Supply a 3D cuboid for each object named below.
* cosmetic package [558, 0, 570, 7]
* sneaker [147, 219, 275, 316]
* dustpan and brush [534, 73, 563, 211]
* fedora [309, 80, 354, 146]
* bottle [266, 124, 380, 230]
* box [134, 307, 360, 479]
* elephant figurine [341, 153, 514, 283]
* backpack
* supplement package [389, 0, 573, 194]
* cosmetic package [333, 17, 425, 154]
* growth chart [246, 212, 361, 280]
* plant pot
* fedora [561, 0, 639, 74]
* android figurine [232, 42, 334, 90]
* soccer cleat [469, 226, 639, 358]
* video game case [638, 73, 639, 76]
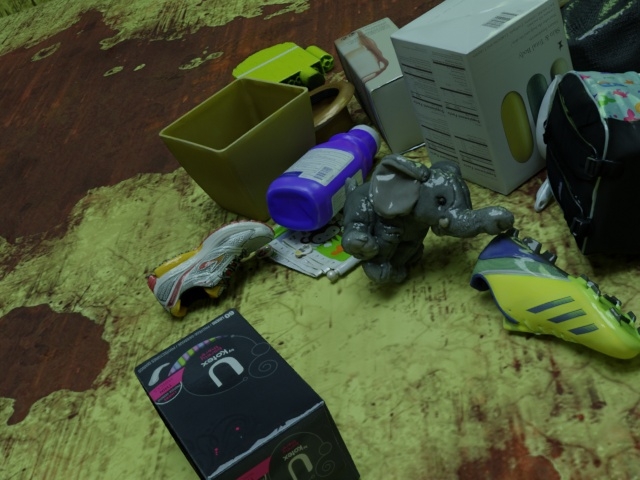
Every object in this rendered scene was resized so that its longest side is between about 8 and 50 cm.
[{"bbox_3d":[0.487,-0.588,2.076,0.309,0.160,0.113,-33,32,-18],"label":"cosmetic package"},{"bbox_3d":[-0.170,0.048,1.609,0.225,0.088,0.092,-33,65,0],"label":"sneaker"},{"bbox_3d":[0.381,-0.138,1.532,0.211,0.147,0.060,-57,26,-5],"label":"dustpan and brush"},{"bbox_3d":[-0.003,-0.234,1.916,0.194,0.079,0.194,-28,28,17],"label":"fedora"},{"bbox_3d":[0.018,-0.117,1.704,0.118,0.092,0.283,8,33,27],"label":"bottle"},{"bbox_3d":[-0.100,0.229,1.231,0.165,0.143,0.270,-33,34,-15],"label":"box"},{"bbox_3d":[0.150,-0.055,1.423,0.239,0.186,0.169,-41,9,34],"label":"elephant figurine"},{"bbox_3d":[0.411,-0.122,1.366,0.191,0.225,0.253,-3,32,-7],"label":"backpack"},{"bbox_3d":[0.281,-0.255,1.603,0.199,0.262,0.198,-35,34,-19],"label":"supplement package"},{"bbox_3d":[0.136,-0.302,1.874,0.129,0.153,0.296,-24,30,0],"label":"cosmetic package"},{"bbox_3d":[0.000,0.000,1.630,0.237,0.021,0.172,15,46,43],"label":"growth chart"},{"bbox_3d":[-0.128,-0.158,1.786,0.212,0.187,0.212,-40,35,-25],"label":"plant pot"},{"bbox_3d":[0.505,-0.354,1.719,0.334,0.152,0.334,-16,32,10],"label":"fedora"},{"bbox_3d":[-0.098,-0.377,2.218,0.248,0.056,0.273,-31,33,-13],"label":"android figurine"},{"bbox_3d":[0.303,0.089,1.271,0.121,0.093,0.289,-54,38,7],"label":"soccer cleat"},{"bbox_3d":[0.555,-0.177,1.477,0.212,0.023,0.193,1,63,33],"label":"video game case"}]
